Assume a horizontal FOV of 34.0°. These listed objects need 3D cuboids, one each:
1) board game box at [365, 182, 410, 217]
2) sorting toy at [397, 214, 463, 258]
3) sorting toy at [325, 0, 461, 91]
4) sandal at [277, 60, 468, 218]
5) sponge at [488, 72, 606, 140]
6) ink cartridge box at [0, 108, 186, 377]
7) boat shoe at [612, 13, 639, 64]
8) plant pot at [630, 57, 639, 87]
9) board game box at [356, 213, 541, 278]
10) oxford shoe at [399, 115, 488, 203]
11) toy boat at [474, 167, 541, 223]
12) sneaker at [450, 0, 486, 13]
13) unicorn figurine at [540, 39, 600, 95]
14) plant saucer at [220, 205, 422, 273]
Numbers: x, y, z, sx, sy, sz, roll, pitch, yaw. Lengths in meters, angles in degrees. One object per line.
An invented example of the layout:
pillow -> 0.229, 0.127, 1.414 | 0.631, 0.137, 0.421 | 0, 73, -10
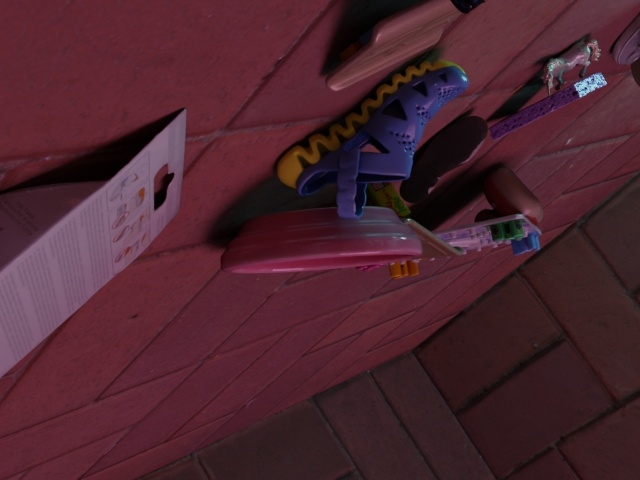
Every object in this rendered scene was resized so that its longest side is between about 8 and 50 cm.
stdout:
board game box -> 0.123, -0.052, 2.020 | 0.043, 0.092, 0.181 | -30, 166, -10
sorting toy -> 0.085, -0.002, 1.977 | 0.307, 0.041, 0.229 | -4, 163, 35
sorting toy -> 0.110, -0.268, 1.323 | 0.193, 0.038, 0.208 | -29, 179, -19
sandal -> 0.096, -0.144, 1.572 | 0.317, 0.138, 0.126 | -37, 163, 10
sponge -> 0.432, -0.257, 2.011 | 0.210, 0.031, 0.117 | -26, -178, 44
ink cartridge box -> -0.332, 0.002, 1.304 | 0.385, 0.091, 0.308 | -46, 171, -23
boat shoe -> 0.645, -0.396, 2.037 | 0.079, 0.081, 0.227 | -28, 165, -22
plant pot -> 0.789, -0.373, 2.175 | 0.274, 0.256, 0.256 | -6, 154, -27
board game box -> 0.305, 0.022, 2.444 | 0.390, 0.050, 0.390 | -12, 171, 16
oxford shoe -> 0.228, -0.164, 1.969 | 0.212, 0.076, 0.076 | -42, -166, 24
toy boat -> 0.429, -0.075, 2.476 | 0.151, 0.151, 0.231 | -42, 165, 7
sneaker -> 0.139, -0.311, 1.129 | 0.079, 0.121, 0.217 | -40, 165, 21
unicorn figurine -> 0.449, -0.319, 1.936 | 0.162, 0.060, 0.111 | -47, 162, -6
plant saucer -> 0.000, 0.000, 1.724 | 0.332, 0.084, 0.332 | -4, 175, 0
